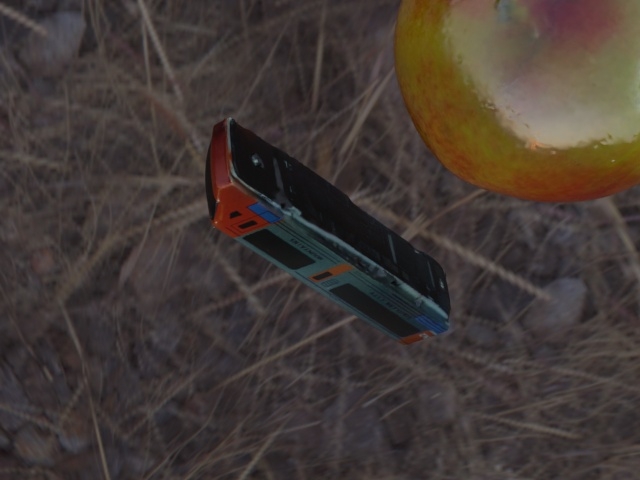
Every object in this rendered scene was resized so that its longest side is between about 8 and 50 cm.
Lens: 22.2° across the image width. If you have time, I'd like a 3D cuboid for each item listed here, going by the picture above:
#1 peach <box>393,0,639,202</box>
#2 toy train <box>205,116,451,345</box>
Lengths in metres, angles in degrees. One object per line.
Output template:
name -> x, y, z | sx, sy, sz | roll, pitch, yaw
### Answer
peach -> 0.166, -0.139, 1.172 | 0.231, 0.231, 0.231 | 1, 79, -7
toy train -> 0.000, 0.000, 1.687 | 0.089, 0.409, 0.086 | -23, 56, 27
